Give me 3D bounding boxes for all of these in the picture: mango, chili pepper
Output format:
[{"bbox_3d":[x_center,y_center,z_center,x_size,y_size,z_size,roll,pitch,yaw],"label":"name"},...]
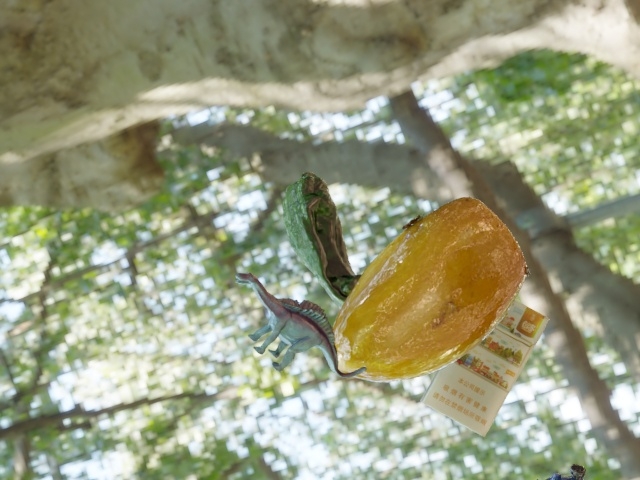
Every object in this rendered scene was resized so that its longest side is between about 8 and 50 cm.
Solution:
[{"bbox_3d":[0.122,0.076,1.549,0.138,0.257,0.187,40,169,32],"label":"mango"},{"bbox_3d":[0.005,-0.003,1.911,0.100,0.074,0.257,-8,-121,-23],"label":"chili pepper"}]

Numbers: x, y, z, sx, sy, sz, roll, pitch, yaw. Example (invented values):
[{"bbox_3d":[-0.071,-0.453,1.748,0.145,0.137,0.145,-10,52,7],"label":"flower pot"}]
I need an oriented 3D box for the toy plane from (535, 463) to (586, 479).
[{"bbox_3d":[0.361,0.335,1.729,0.062,0.167,0.054,-112,27,-61],"label":"toy plane"}]

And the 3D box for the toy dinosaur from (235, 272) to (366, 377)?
[{"bbox_3d":[-0.029,0.102,1.432,0.197,0.080,0.045,40,-172,-25],"label":"toy dinosaur"}]

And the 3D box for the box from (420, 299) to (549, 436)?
[{"bbox_3d":[0.269,0.196,2.134,0.122,0.220,0.032,29,178,-1],"label":"box"}]
